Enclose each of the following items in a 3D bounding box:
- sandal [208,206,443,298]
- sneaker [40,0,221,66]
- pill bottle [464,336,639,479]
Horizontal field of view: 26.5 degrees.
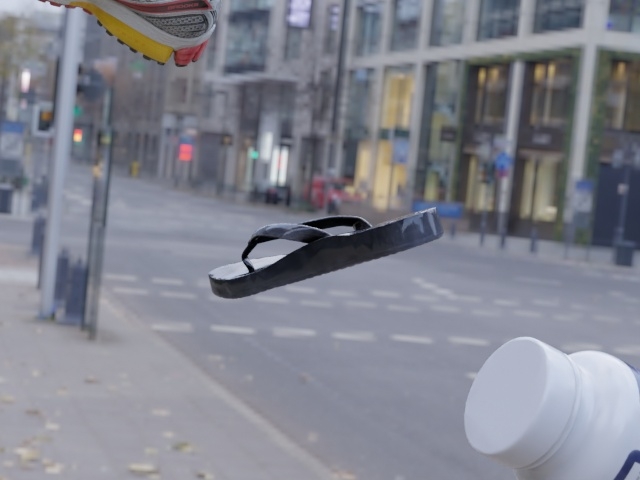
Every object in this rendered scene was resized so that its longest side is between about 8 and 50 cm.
[{"bbox_3d":[0.001,0.000,1.175,0.254,0.054,0.097,-17,2,42],"label":"sandal"},{"bbox_3d":[-0.180,-0.236,1.105,0.225,0.093,0.088,26,41,-11],"label":"sneaker"},{"bbox_3d":[0.195,0.139,0.921,0.186,0.112,0.112,28,-6,-24],"label":"pill bottle"}]
